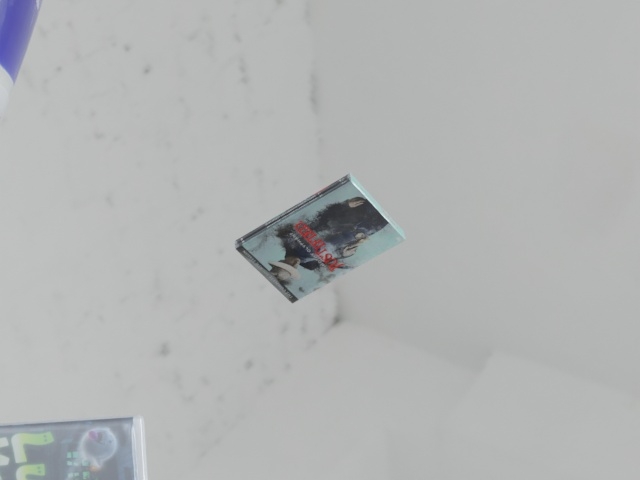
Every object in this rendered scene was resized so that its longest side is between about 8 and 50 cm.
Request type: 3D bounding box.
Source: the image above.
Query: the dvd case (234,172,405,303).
[{"bbox_3d":[0.000,0.000,1.229,0.119,0.013,0.087,-29,-50,19],"label":"dvd case"}]

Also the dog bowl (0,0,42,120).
[{"bbox_3d":[-0.332,-0.174,1.010,0.264,0.104,0.265,18,-10,3],"label":"dog bowl"}]

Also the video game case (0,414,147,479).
[{"bbox_3d":[-0.183,0.196,0.835,0.022,0.173,0.190,104,-19,-60],"label":"video game case"}]
